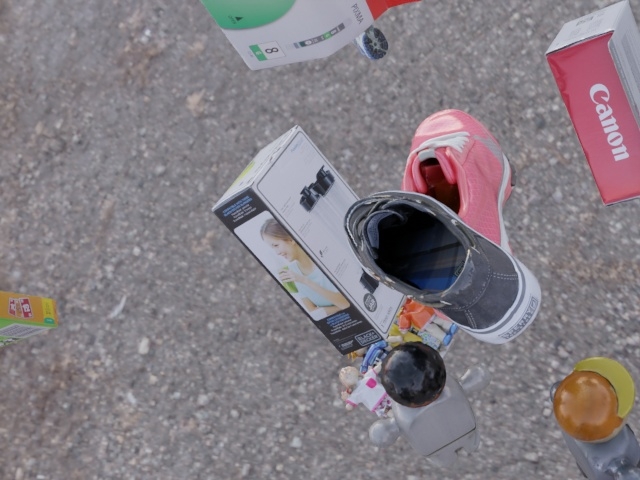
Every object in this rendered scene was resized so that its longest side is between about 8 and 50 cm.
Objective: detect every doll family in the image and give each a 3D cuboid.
[{"bbox_3d":[0.135,0.202,1.568,0.163,0.118,0.263,32,89,19],"label":"doll family"}]

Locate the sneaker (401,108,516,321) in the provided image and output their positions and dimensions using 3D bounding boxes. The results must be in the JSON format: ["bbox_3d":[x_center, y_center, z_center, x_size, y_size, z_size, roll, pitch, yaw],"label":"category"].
[{"bbox_3d":[0.143,-0.067,0.915,0.116,0.136,0.313,-19,39,17],"label":"sneaker"}]

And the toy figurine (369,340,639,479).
[{"bbox_3d":[0.110,0.176,0.589,0.213,0.148,0.209,8,56,33],"label":"toy figurine"}]

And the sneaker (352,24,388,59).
[{"bbox_3d":[0.055,-0.353,1.390,0.052,0.135,0.058,-33,18,-19],"label":"sneaker"}]

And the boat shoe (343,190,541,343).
[{"bbox_3d":[0.063,0.004,0.620,0.080,0.076,0.228,-55,30,6],"label":"boat shoe"}]

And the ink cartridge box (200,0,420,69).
[{"bbox_3d":[0.006,-0.236,0.772,0.225,0.181,0.056,-5,68,17],"label":"ink cartridge box"}]

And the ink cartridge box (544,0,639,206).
[{"bbox_3d":[0.524,-0.234,1.530,0.130,0.309,0.272,-16,19,33],"label":"ink cartridge box"}]

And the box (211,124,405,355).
[{"bbox_3d":[0.000,0.000,1.220,0.087,0.290,0.169,-27,22,39],"label":"box"}]

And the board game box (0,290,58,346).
[{"bbox_3d":[-0.364,0.067,0.738,0.124,0.259,0.039,-20,74,21],"label":"board game box"}]
